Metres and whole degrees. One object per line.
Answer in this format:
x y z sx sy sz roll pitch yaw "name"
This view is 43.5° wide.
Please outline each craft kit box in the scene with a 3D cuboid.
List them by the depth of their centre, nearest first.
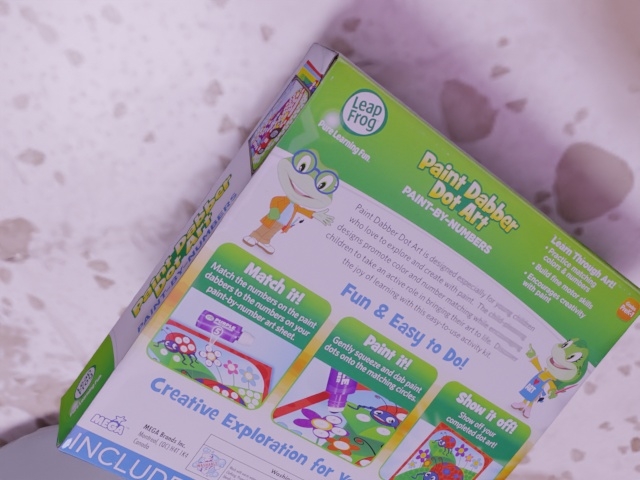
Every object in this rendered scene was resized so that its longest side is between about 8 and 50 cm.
0.025 0.062 0.460 0.250 0.061 0.246 34 101 -24 "craft kit box"

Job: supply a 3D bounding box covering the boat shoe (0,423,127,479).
-0.223 0.194 0.599 0.219 0.078 0.070 -19 155 9 "boat shoe"
